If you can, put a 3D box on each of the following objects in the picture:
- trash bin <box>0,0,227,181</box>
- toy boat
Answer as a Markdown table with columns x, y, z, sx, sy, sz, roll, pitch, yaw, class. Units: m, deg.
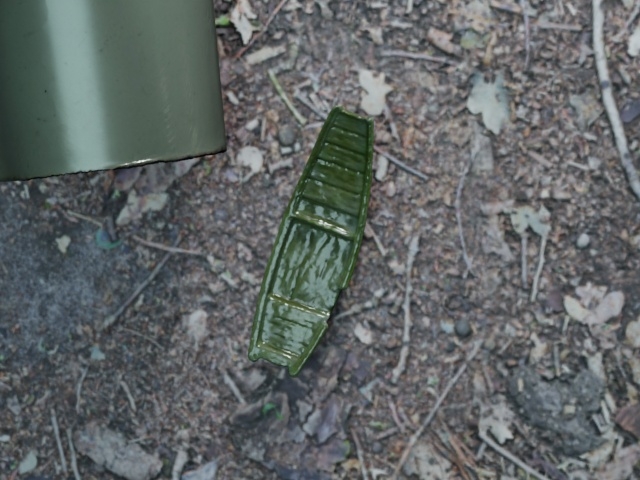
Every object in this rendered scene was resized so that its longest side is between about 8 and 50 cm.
| x | y | z | sx | sy | sz | roll | pitch | yaw | class |
| --- | --- | --- | --- | --- | --- | --- | --- | --- | --- |
| -0.245 | -0.288 | 1.910 | 0.280 | 0.280 | 0.432 | -6 | 96 | 17 | trash bin |
| 0.000 | 0.000 | 1.968 | 0.093 | 0.055 | 0.293 | 21 | 100 | 15 | toy boat |
